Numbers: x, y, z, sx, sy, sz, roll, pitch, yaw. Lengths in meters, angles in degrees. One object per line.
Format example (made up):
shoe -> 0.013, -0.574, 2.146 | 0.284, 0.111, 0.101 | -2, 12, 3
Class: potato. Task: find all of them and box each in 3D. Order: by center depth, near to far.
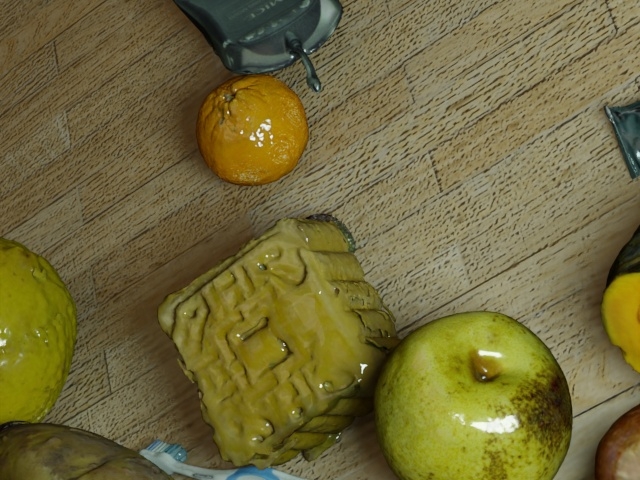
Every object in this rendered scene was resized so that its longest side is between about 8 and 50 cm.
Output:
potato -> -0.238, 0.309, 2.003 | 0.266, 0.229, 0.229 | -2, 70, 36

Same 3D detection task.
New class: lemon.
lemon -> -0.436, 0.134, 2.214 | 0.322, 0.268, 0.268 | -44, 49, 16

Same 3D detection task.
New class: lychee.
lychee -> 0.000, 0.000, 2.037 | 0.083, 0.068, 0.067 | 27, 58, 11

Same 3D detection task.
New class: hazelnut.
hazelnut -> 0.306, 0.216, 1.650 | 0.143, 0.143, 0.154 | 14, 97, 42

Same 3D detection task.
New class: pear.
pear -> 0.145, 0.173, 1.768 | 0.197, 0.197, 0.197 | -17, 61, 33

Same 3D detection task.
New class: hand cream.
hand cream -> 0.393, -0.147, 1.788 | 0.247, 0.052, 0.075 | -26, 55, 29

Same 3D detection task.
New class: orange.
orange -> -0.084, -0.131, 2.133 | 0.135, 0.117, 0.136 | -23, 54, 36

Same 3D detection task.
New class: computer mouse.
computer mouse -> -0.063, -0.258, 2.169 | 0.167, 0.090, 0.379 | -30, 42, -1

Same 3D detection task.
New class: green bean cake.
green bean cake -> -0.039, 0.110, 1.945 | 0.229, 0.131, 0.224 | -36, 71, 23

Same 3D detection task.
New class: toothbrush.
toothbrush -> -0.060, 0.265, 1.989 | 0.386, 0.040, 0.040 | 8, 76, 42

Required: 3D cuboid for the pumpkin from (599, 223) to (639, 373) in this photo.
pumpkin -> 0.432, 0.019, 1.607 | 0.325, 0.242, 0.232 | -4, 39, 43
